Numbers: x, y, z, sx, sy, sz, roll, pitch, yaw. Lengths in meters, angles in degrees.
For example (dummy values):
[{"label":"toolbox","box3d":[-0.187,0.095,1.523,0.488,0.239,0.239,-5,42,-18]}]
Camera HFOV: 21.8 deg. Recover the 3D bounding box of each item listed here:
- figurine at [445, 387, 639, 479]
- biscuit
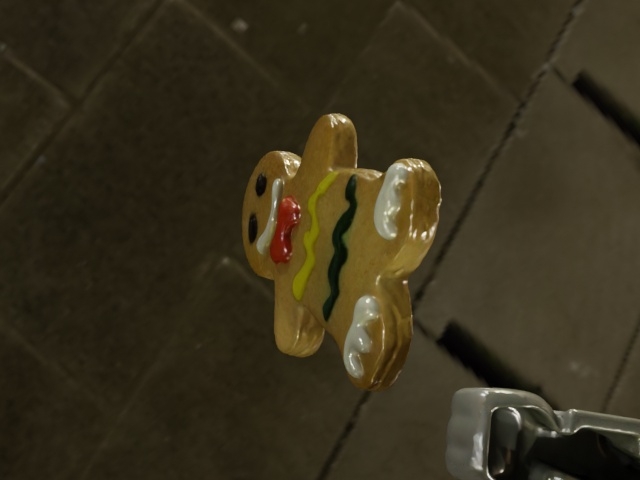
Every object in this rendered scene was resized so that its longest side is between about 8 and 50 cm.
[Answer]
[{"label":"figurine","box3d":[0.179,0.214,1.004,0.285,0.167,0.342,-36,97,-20]},{"label":"biscuit","box3d":[-0.002,0.000,1.035,0.035,0.240,0.158,7,98,-27]}]
